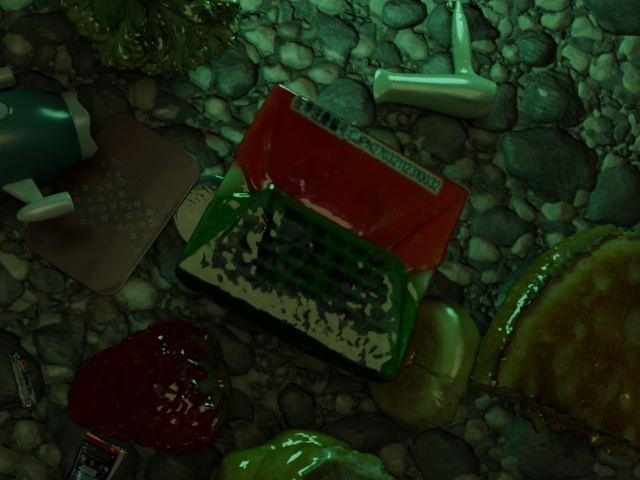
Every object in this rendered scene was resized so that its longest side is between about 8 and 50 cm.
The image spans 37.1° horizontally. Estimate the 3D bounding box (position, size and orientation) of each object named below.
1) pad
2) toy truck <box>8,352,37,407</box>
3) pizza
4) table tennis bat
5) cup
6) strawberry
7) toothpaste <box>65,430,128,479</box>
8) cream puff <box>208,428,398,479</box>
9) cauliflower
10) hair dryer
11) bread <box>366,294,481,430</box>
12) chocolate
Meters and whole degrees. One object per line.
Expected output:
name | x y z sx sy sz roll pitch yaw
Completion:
pad | -0.327 -0.060 1.510 0.181 0.004 0.267 33 79 3
toy truck | -0.453 0.212 1.449 0.024 0.032 0.083 -16 85 -7
pizza | 0.426 0.215 1.544 0.440 0.130 0.406 -39 107 -32
table tennis bat | -0.163 -0.011 1.530 0.124 0.033 0.201 -25 83 -10
cup | -0.437 -0.154 1.435 0.173 0.167 0.299 -20 61 -20
strawberry | -0.259 0.224 1.425 0.244 0.205 0.205 -11 84 11
toothpaste | -0.365 0.391 1.439 0.071 0.045 0.193 29 73 -14
cream puff | -0.049 0.455 1.377 0.378 0.275 0.378 5 81 -33
cauliflower | -0.262 -0.384 1.448 0.275 0.250 0.272 -24 86 -7
hair dryer | 0.200 -0.328 1.626 0.206 0.075 0.237 9 74 -2
bread | 0.164 0.192 1.497 0.105 0.213 0.213 19 77 -46
chocolate | 0.000 0.000 1.468 0.360 0.161 0.341 29 70 -8
